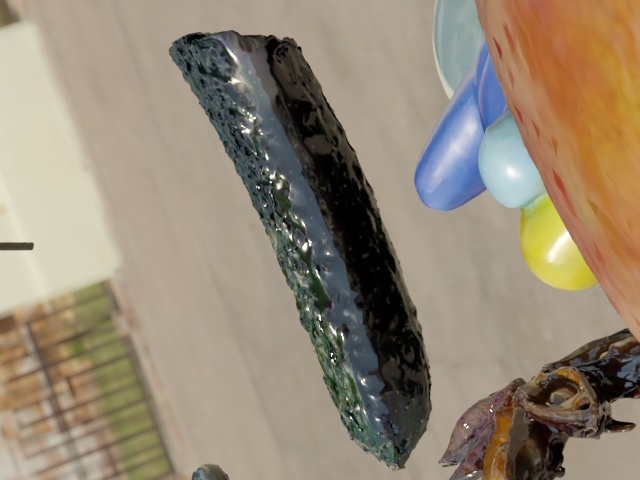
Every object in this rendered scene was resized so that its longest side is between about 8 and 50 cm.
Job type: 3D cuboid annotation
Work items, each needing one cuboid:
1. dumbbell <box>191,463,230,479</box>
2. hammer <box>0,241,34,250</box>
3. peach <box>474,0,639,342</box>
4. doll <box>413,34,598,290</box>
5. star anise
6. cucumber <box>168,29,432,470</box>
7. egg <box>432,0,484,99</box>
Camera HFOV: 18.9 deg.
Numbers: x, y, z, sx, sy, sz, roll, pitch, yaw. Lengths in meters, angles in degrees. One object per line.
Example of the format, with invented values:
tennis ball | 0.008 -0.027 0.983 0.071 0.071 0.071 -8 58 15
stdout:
dumbbell | -0.124 0.206 1.343 0.081 0.254 0.082 168 90 -70
hammer | -0.249 0.004 1.325 0.019 0.110 0.035 50 131 48
peach | 0.220 -0.071 0.471 0.310 0.335 0.406 54 -163 10
doll | 0.201 -0.056 0.893 0.376 0.365 0.187 35 108 62
star anise | 0.137 0.112 1.157 0.053 0.212 0.157 52 -156 -8
cucumber | 0.002 -0.002 0.978 0.245 0.067 0.067 64 169 2
egg | 0.172 -0.194 1.636 0.151 0.209 0.151 24 167 6
